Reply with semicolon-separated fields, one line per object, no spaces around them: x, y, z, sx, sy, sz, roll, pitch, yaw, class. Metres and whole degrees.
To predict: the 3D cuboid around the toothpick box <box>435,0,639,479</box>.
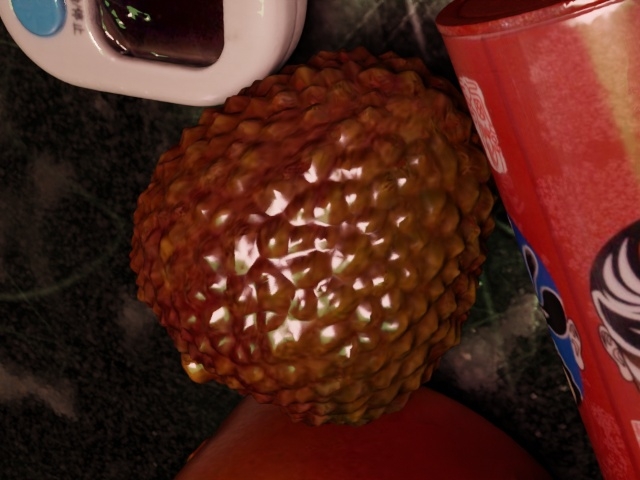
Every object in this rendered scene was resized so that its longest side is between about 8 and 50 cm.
0.218;-0.012;0.691;0.204;0.204;0.333;-13;108;28;toothpick box

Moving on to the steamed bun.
0.067;0.268;0.874;0.248;0.235;0.379;-36;97;35;steamed bun

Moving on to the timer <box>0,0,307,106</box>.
-0.120;-0.227;0.796;0.237;0.087;0.262;11;119;19;timer

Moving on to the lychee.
0.000;0.000;0.778;0.236;0.236;0.271;44;115;-2;lychee
